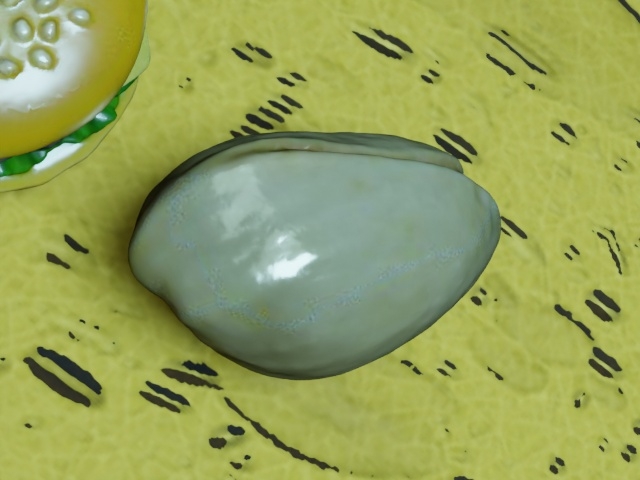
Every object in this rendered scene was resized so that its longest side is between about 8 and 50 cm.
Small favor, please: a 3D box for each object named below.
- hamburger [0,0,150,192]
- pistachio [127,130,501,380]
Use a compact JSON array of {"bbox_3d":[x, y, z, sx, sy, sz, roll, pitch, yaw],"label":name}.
[{"bbox_3d":[-0.154,-0.102,0.446,0.162,0.115,0.162,3,79,-15],"label":"hamburger"},{"bbox_3d":[0.000,0.000,0.471,0.185,0.124,0.124,-18,86,-25],"label":"pistachio"}]
